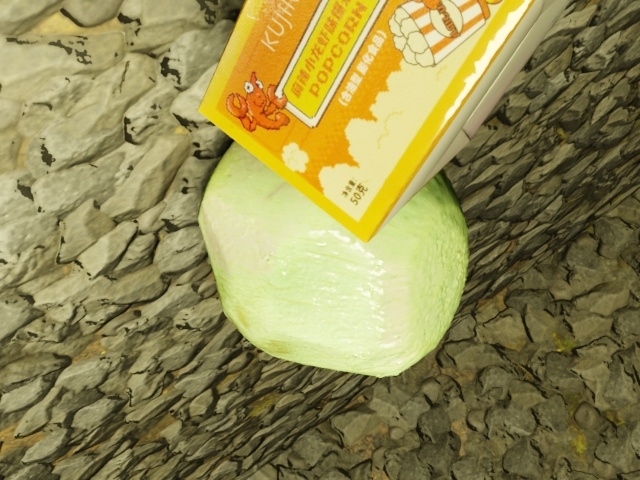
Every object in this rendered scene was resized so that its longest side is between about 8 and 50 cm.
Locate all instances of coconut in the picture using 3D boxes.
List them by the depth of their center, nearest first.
[{"bbox_3d":[0.000,0.000,1.072,0.281,0.328,0.328,-57,164,-23],"label":"coconut"}]

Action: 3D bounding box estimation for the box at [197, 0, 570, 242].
[{"bbox_3d":[0.077,-0.202,0.820,0.259,0.214,0.283,-41,166,-49],"label":"box"}]
